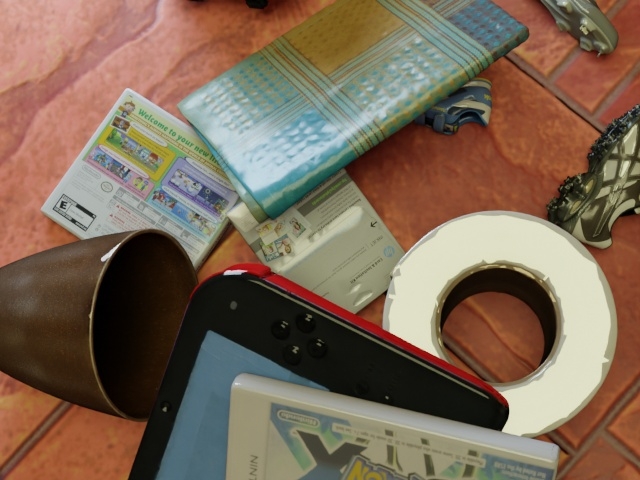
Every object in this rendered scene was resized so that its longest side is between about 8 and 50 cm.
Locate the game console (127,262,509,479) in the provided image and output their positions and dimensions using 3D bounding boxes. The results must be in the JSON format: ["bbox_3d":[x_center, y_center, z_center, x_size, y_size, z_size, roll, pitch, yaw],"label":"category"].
[{"bbox_3d":[-0.024,0.240,1.178,0.342,0.060,0.387,28,118,12],"label":"game console"}]

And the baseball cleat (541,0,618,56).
[{"bbox_3d":[0.305,-0.322,1.351,0.109,0.072,0.206,-43,81,-10],"label":"baseball cleat"}]

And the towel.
[{"bbox_3d":[0.029,-0.193,1.306,0.370,0.040,0.271,-34,43,-2],"label":"towel"}]

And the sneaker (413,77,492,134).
[{"bbox_3d":[0.140,-0.159,1.345,0.144,0.053,0.059,-8,79,6],"label":"sneaker"}]

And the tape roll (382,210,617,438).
[{"bbox_3d":[0.194,0.103,1.224,0.246,0.169,0.246,-2,78,7],"label":"tape roll"}]

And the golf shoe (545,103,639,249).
[{"bbox_3d":[0.355,-0.079,1.301,0.094,0.077,0.198,38,89,-2],"label":"golf shoe"}]

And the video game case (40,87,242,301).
[{"bbox_3d":[-0.211,-0.059,1.379,0.212,0.023,0.193,33,84,13],"label":"video game case"}]

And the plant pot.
[{"bbox_3d":[-0.290,0.093,1.279,0.230,0.215,0.215,1,78,26],"label":"plant pot"}]

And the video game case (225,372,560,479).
[{"bbox_3d":[0.057,0.304,1.133,0.328,0.036,0.300,11,114,13],"label":"video game case"}]

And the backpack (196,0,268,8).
[{"bbox_3d":[-0.112,-0.446,1.365,0.225,0.191,0.254,10,68,25],"label":"backpack"}]

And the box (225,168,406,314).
[{"bbox_3d":[0.000,0.000,1.303,0.145,0.038,0.186,-37,97,-2],"label":"box"}]
